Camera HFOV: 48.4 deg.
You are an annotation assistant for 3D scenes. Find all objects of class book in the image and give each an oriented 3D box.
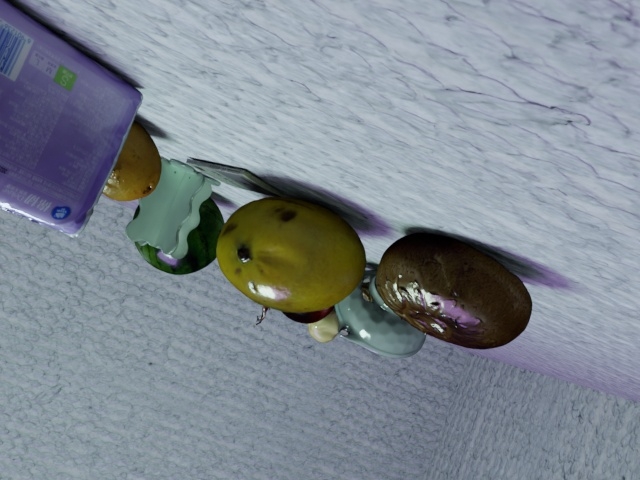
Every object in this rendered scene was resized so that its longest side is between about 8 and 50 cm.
[{"bbox_3d":[-0.174,-0.126,1.440,0.182,0.014,0.127,16,171,40],"label":"book"}]

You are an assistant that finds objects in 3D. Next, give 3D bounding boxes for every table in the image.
[{"bbox_3d":[-0.340,-0.069,1.611,0.167,0.198,0.166,21,173,3],"label":"table"}]

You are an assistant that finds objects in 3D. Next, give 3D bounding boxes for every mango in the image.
[{"bbox_3d":[-0.384,-0.167,1.277,0.249,0.151,0.156,42,-159,-48],"label":"mango"},{"bbox_3d":[-0.055,0.028,1.461,0.302,0.220,0.445,8,180,5],"label":"mango"}]

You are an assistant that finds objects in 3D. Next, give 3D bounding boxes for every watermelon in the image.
[{"bbox_3d":[-0.367,-0.027,1.850,0.243,0.242,0.242,22,173,3],"label":"watermelon"}]

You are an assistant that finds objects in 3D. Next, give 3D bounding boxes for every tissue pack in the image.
[{"bbox_3d":[-0.430,-0.175,0.944,0.160,0.242,0.338,20,172,34],"label":"tissue pack"}]

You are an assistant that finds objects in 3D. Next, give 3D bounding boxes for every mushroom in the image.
[{"bbox_3d":[0.236,0.097,1.290,0.278,0.163,0.297,29,168,-40],"label":"mushroom"}]

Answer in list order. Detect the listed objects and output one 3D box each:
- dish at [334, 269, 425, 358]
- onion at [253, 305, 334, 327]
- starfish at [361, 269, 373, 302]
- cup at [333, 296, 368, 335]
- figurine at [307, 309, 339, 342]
[{"bbox_3d":[0.180,0.171,1.902,0.303,0.303,0.120,18,129,-16],"label":"dish"},{"bbox_3d":[-0.092,0.130,2.037,0.273,0.285,0.273,47,160,22],"label":"onion"},{"bbox_3d":[0.166,0.154,2.040,0.241,0.043,0.227,-4,-128,-31],"label":"starfish"},{"bbox_3d":[0.139,0.189,2.230,0.273,0.208,0.288,12,125,52],"label":"cup"},{"bbox_3d":[-0.016,0.223,2.179,0.196,0.108,0.114,48,170,29],"label":"figurine"}]
